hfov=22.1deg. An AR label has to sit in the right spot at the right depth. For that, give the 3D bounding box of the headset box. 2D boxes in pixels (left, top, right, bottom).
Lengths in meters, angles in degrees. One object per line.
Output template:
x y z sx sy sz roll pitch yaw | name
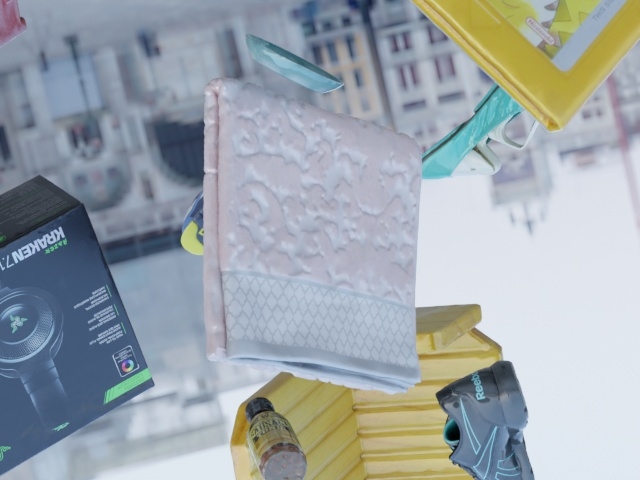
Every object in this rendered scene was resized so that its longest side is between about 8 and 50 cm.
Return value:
-0.358 0.111 1.901 0.246 0.283 0.131 -29 -149 -21 | headset box

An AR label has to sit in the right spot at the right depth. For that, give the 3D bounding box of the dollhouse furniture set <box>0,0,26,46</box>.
-0.458 -0.198 1.895 0.201 0.374 0.152 33 -123 20 | dollhouse furniture set

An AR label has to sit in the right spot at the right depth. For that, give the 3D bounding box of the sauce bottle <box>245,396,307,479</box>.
-0.042 0.169 1.392 0.042 0.042 0.128 -14 -161 -10 | sauce bottle

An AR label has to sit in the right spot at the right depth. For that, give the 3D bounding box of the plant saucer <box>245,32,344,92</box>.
-0.032 -0.187 1.759 0.119 0.021 0.119 27 -170 -5 | plant saucer

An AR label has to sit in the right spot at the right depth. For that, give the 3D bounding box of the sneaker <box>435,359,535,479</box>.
0.208 0.252 2.056 0.106 0.267 0.101 -15 -138 -1 | sneaker

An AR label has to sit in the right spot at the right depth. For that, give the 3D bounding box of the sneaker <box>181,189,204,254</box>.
-0.114 -0.052 1.898 0.144 0.053 0.059 -48 -160 14 | sneaker

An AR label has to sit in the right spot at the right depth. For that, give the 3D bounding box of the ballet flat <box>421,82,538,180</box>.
0.216 -0.135 2.099 0.247 0.087 0.083 -46 169 31 | ballet flat

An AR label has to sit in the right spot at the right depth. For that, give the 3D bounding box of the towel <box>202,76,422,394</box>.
0.000 0.000 1.829 0.053 0.316 0.332 -12 162 40 | towel

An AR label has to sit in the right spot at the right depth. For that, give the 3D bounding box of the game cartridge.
0.241 -0.321 1.671 0.323 0.285 0.053 -49 -172 -10 | game cartridge

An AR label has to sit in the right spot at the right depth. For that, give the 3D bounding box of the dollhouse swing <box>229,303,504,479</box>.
0.083 0.301 2.175 0.315 0.346 0.305 -5 -165 14 | dollhouse swing
